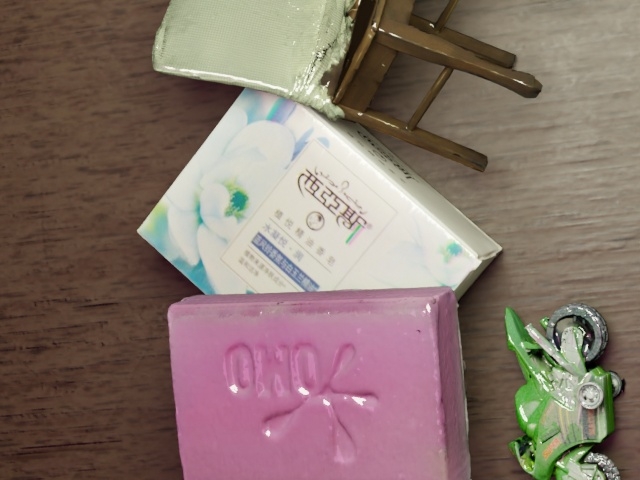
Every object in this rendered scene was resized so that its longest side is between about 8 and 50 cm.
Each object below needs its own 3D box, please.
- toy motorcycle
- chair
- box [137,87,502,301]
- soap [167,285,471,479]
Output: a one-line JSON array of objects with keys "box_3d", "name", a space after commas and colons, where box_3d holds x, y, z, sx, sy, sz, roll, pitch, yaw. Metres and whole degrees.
[{"box_3d": [0.221, 0.153, 1.548, 0.106, 0.074, 0.190, -5, 92, 26], "name": "toy motorcycle"}, {"box_3d": [0.031, -0.197, 1.468, 0.319, 0.186, 0.160, 20, 61, -6], "name": "chair"}, {"box_3d": [-0.001, 0.000, 1.577, 0.274, 0.116, 0.203, 42, 105, 11], "name": "box"}, {"box_3d": [-0.004, 0.135, 1.489, 0.259, 0.081, 0.181, -1, 97, 20], "name": "soap"}]
